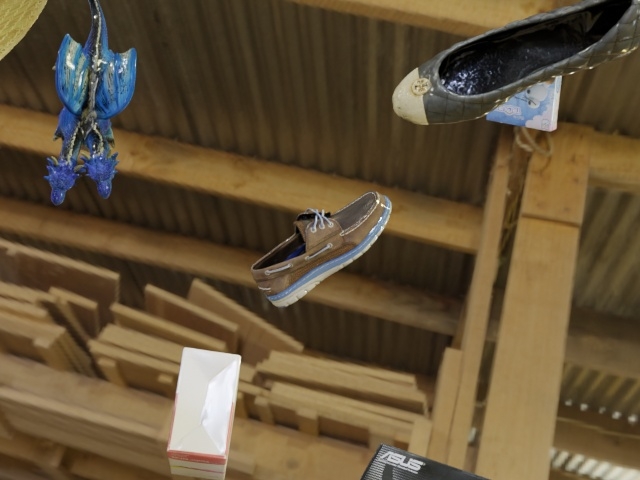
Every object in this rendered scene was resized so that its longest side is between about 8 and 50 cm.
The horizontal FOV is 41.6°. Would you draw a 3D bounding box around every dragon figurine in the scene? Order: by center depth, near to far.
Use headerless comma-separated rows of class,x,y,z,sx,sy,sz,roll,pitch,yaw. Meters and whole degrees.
dragon figurine,-0.257,-0.178,0.950,0.085,0.289,0.144,8,-2,-21

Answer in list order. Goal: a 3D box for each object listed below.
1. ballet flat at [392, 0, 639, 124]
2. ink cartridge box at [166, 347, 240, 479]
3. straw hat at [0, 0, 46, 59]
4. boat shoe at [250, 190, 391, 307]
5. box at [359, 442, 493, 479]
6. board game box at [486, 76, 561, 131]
ballet flat,0.123,-0.121,0.541,0.173,0.057,0.049,-19,-22,23
ink cartridge box,-0.135,0.210,0.975,0.067,0.115,0.198,8,-25,-4
straw hat,-0.204,-0.145,0.430,0.061,0.144,0.144,42,-31,7
boat shoe,0.000,0.000,0.969,0.066,0.183,0.066,48,0,-31
box,0.111,0.353,1.016,0.191,0.184,0.045,9,-36,40
board game box,0.252,-0.187,1.045,0.090,0.020,0.090,17,-60,36
